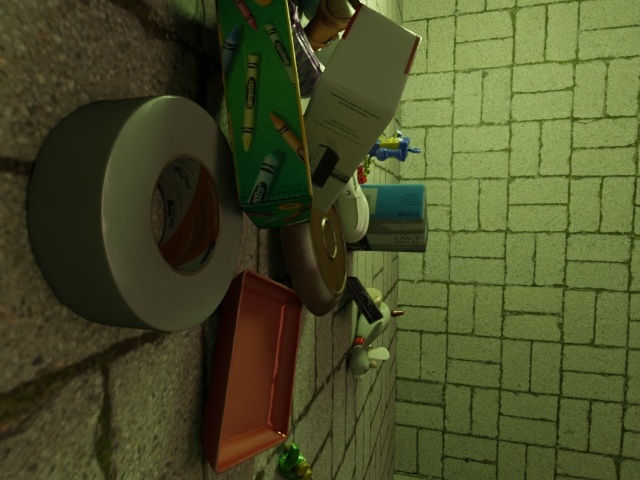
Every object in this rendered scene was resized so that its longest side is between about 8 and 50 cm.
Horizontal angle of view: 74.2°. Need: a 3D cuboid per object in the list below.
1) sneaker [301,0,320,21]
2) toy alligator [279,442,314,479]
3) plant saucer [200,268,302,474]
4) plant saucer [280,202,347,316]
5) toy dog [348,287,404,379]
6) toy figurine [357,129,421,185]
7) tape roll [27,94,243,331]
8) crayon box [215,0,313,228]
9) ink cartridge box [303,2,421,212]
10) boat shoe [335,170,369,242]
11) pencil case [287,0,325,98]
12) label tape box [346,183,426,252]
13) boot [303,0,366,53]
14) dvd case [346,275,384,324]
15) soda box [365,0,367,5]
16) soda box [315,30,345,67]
[{"bbox_3d":[-0.015,-0.605,0.794,0.208,0.127,0.318,7,107,-47],"label":"sneaker"},{"bbox_3d":[-0.050,0.467,0.858,0.051,0.056,0.189,-31,136,-19],"label":"toy alligator"},{"bbox_3d":[-0.100,0.193,0.663,0.259,0.048,0.258,43,51,-67],"label":"plant saucer"},{"bbox_3d":[0.000,0.000,0.877,0.311,0.050,0.310,-10,90,-72],"label":"plant saucer"},{"bbox_3d":[0.206,0.331,1.504,0.220,0.161,0.333,67,30,-54],"label":"toy dog"},{"bbox_3d":[0.234,-0.288,1.446,0.362,0.218,0.191,-49,138,-64],"label":"toy figurine"},{"bbox_3d":[-0.156,-0.025,0.411,0.219,0.073,0.219,2,90,-74],"label":"tape roll"},{"bbox_3d":[-0.066,-0.165,0.527,0.165,0.081,0.278,103,-21,-83],"label":"crayon box"},{"bbox_3d":[0.034,-0.201,0.702,0.273,0.114,0.196,-51,-165,57],"label":"ink cartridge box"},{"bbox_3d":[0.046,-0.129,1.038,0.096,0.098,0.276,29,46,-55],"label":"boat shoe"},{"bbox_3d":[-0.048,-0.317,0.718,0.206,0.088,0.086,22,85,-71],"label":"pencil case"},{"bbox_3d":[0.187,-0.034,1.249,0.347,0.249,0.115,60,35,-60],"label":"label tape box"},{"bbox_3d":[0.001,-0.389,0.787,0.073,0.152,0.197,52,35,-14],"label":"boot"},{"bbox_3d":[0.134,0.185,1.340,0.164,0.018,0.221,56,11,14],"label":"dvd case"},{"bbox_3d":[0.052,-0.634,1.034,0.263,0.084,0.092,20,72,-72],"label":"soda box"},{"bbox_3d":[0.035,-0.402,1.023,0.216,0.069,0.073,76,22,-44],"label":"soda box"}]
